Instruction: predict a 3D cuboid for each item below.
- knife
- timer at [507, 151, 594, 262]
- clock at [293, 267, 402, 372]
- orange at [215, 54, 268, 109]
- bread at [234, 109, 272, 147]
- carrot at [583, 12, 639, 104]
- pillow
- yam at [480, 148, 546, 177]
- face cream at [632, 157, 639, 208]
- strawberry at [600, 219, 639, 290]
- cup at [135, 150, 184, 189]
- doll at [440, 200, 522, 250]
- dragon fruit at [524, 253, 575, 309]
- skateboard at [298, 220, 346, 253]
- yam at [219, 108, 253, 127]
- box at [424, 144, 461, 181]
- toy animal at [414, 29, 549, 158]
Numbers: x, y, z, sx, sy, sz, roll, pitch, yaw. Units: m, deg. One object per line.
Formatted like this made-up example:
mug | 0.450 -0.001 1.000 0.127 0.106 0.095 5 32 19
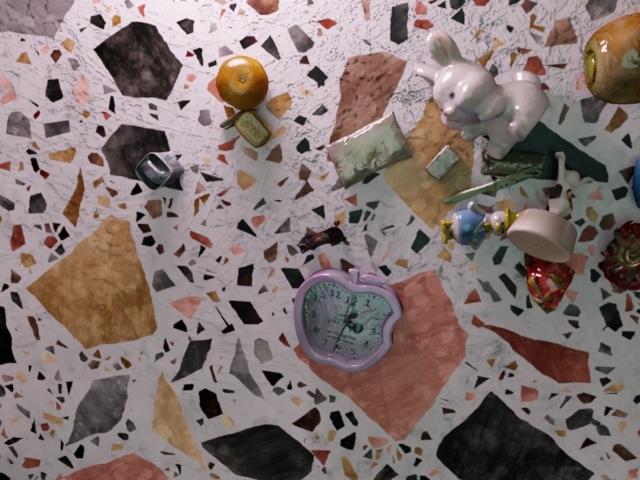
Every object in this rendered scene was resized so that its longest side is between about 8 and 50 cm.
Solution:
knife | 0.483 -0.151 1.692 0.293 0.019 0.043 -21 133 32
timer | 0.644 -0.094 1.624 0.175 0.175 0.266 29 77 3
clock | 0.081 0.233 1.847 0.339 0.102 0.338 2 102 9
orange | -0.227 -0.456 1.737 0.155 0.134 0.154 -1 96 -12
bread | -0.199 -0.336 1.791 0.115 0.056 0.082 43 104 -9
carrot | 0.847 -0.462 1.488 0.341 0.224 0.224 -7 101 8
pillow | 0.142 -0.261 1.751 0.230 0.050 0.148 -26 101 12
yam | 0.540 -0.213 1.676 0.179 0.078 0.078 7 104 8
face cream | 0.992 -0.138 1.615 0.285 0.067 0.139 9 103 7
strawberry | 0.879 0.045 1.635 0.202 0.184 0.186 5 71 -30
cup | -0.478 -0.228 1.826 0.128 0.129 0.095 -43 93 16
doll | 0.467 -0.044 1.716 0.241 0.099 0.135 -6 81 13
dragon fruit | 0.646 0.093 1.706 0.150 0.133 0.207 -15 83 -13
skateboard | 0.000 0.000 1.818 0.152 0.080 0.067 -19 105 16
yam | -0.256 -0.373 1.810 0.116 0.021 0.021 -26 97 13
box | 0.352 -0.223 1.723 0.062 0.045 0.098 40 105 -1
toy animal | 0.419 -0.403 1.598 0.368 0.196 0.241 28 68 1
